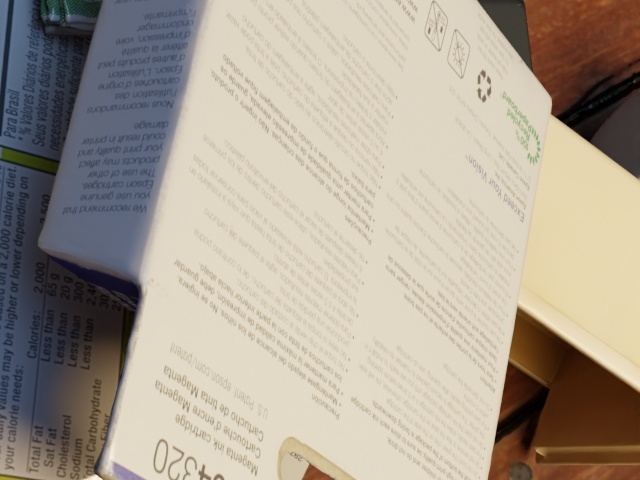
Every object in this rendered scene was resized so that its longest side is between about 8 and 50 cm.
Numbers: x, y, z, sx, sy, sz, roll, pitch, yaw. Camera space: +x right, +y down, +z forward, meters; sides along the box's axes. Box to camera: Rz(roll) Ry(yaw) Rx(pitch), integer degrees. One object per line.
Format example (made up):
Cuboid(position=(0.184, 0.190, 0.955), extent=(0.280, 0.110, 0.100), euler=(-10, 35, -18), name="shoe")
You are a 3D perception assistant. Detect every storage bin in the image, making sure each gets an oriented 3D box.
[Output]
Cuboid(position=(0.125, 0.031, 1.165), extent=(0.262, 0.260, 0.123), euler=(33, 70, -18), name="storage bin")

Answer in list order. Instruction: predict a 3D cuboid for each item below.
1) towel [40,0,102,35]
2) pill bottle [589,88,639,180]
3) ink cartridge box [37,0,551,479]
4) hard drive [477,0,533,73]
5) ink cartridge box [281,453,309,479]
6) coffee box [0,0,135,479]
Cuboid(position=(-0.088, -0.162, 0.825), extent=(0.113, 0.023, 0.152), euler=(4, 74, -44), name="towel")
Cuboid(position=(0.345, 0.021, 1.344), extent=(0.318, 0.176, 0.176), euler=(38, 61, -16), name="pill bottle")
Cuboid(position=(0.000, 0.000, 0.825), extent=(0.324, 0.071, 0.330), euler=(43, 54, -51), name="ink cartridge box")
Cuboid(position=(0.100, -0.134, 1.330), extent=(0.135, 0.022, 0.094), euler=(-4, 85, -31), name="hard drive")
Cuboid(position=(-0.086, 0.148, 1.119), extent=(0.127, 0.072, 0.175), euler=(36, 61, -18), name="ink cartridge box")
Cuboid(position=(-0.250, -0.026, 0.886), extent=(0.334, 0.337, 0.338), euler=(15, 70, -38), name="coffee box")
